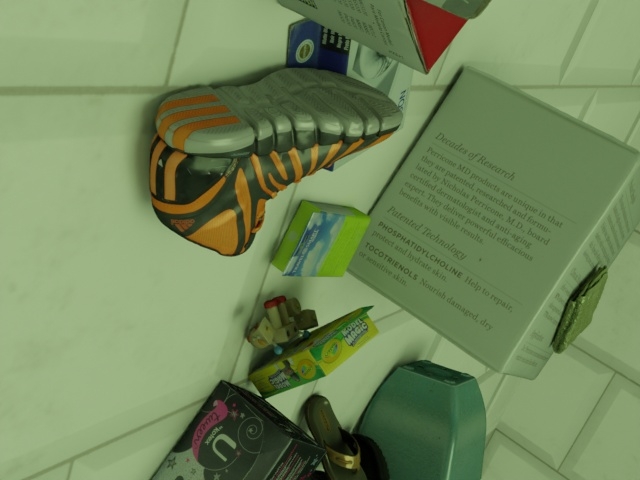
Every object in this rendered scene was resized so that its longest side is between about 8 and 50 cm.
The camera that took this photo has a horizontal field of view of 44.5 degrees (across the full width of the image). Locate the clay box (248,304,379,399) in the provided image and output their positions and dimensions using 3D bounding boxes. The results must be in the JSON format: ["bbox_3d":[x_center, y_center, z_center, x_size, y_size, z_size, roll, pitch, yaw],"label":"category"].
[{"bbox_3d":[-0.005,0.173,1.201,0.127,0.053,0.222,-34,-178,-38],"label":"clay box"}]

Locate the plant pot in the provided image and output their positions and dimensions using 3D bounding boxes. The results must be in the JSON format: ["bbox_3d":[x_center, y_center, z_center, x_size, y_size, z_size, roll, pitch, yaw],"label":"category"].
[{"bbox_3d":[0.249,0.421,1.818,0.247,0.248,0.252,2,101,-59],"label":"plant pot"}]

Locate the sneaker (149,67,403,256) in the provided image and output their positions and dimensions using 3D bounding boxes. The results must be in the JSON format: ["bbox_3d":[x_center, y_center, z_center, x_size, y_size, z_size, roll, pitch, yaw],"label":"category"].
[{"bbox_3d":[-0.056,-0.090,0.901,0.321,0.124,0.180,-13,137,-34],"label":"sneaker"}]

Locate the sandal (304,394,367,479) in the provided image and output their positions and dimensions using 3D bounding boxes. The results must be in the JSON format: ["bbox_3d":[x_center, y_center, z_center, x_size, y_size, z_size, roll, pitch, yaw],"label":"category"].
[{"bbox_3d":[0.041,0.395,1.499,0.090,0.060,0.219,-27,96,-55],"label":"sandal"}]

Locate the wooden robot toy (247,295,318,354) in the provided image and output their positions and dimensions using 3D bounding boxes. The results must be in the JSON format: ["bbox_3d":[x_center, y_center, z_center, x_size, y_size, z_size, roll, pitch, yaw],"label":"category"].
[{"bbox_3d":[-0.075,0.128,1.173,0.079,0.076,0.173,-20,179,26],"label":"wooden robot toy"}]

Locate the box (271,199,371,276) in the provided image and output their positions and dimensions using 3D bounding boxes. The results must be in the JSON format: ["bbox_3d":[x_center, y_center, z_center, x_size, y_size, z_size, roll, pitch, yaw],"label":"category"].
[{"bbox_3d":[0.000,0.000,1.160,0.178,0.042,0.109,4,115,-60],"label":"box"}]

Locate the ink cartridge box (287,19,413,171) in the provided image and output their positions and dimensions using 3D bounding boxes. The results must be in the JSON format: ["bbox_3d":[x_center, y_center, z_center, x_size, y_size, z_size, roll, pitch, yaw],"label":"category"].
[{"bbox_3d":[0.044,-0.203,1.013,0.224,0.045,0.223,-34,146,-36],"label":"ink cartridge box"}]

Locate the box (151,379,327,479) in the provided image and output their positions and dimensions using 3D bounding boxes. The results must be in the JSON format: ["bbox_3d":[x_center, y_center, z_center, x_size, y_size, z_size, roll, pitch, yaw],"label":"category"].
[{"bbox_3d":[-0.141,0.367,1.192,0.247,0.163,0.142,-54,149,-6],"label":"box"}]

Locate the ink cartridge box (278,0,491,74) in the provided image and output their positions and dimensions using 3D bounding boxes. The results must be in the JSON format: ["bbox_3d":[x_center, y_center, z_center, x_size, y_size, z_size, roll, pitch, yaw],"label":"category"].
[{"bbox_3d":[0.128,-0.334,0.763,0.309,0.272,0.130,-52,152,-8],"label":"ink cartridge box"}]

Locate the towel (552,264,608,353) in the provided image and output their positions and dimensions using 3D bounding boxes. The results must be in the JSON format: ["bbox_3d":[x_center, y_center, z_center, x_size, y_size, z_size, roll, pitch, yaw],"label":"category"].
[{"bbox_3d":[0.433,0.118,1.298,0.110,0.027,0.148,-36,147,-34],"label":"towel"}]

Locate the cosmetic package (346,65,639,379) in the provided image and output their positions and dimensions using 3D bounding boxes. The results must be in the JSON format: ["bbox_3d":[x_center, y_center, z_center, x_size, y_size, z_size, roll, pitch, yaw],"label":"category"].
[{"bbox_3d":[0.313,-0.012,1.351,0.393,0.327,0.329,-57,153,2],"label":"cosmetic package"}]

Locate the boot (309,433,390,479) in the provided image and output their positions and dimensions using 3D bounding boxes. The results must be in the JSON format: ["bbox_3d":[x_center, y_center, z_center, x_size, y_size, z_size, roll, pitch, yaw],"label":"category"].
[{"bbox_3d":[0.011,0.494,1.593,0.260,0.348,0.131,25,109,-20],"label":"boot"}]
